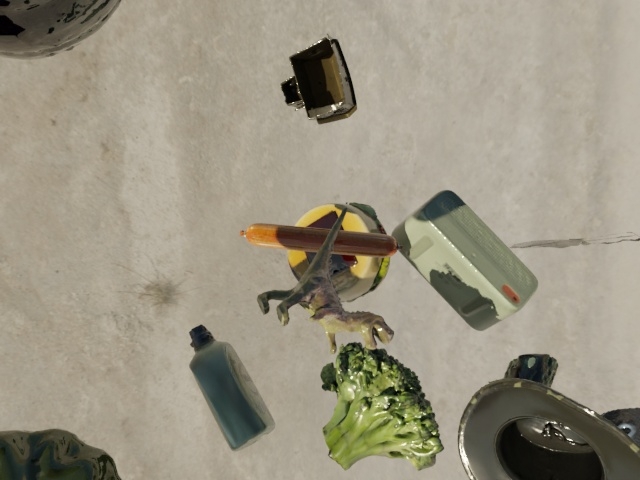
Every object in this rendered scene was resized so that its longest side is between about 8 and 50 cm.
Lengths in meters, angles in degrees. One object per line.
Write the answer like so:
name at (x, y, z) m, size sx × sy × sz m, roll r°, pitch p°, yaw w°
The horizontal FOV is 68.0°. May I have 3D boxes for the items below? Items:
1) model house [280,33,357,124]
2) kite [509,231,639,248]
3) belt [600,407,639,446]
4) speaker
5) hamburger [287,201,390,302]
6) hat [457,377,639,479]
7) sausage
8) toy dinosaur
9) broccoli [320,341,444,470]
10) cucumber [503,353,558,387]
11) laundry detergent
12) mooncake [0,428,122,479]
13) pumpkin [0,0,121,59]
model house at (0.013, -0.464, 1.436) m, size 0.204 × 0.243 × 0.211 m, roll -14°, pitch 95°, yaw 25°
kite at (0.451, 0.001, 0.826) m, size 0.229 × 0.127 × 0.016 m, roll -4°, pitch 96°, yaw 12°
belt at (0.400, 0.287, 0.572) m, size 0.128 × 0.218 × 0.122 m, roll -38°, pitch 87°, yaw -28°
speaker at (0.413, 0.054, 1.375) m, size 0.183 × 0.184 × 0.406 m, roll -38°, pitch 82°, yaw -30°
hamburger at (0.050, 0.034, 1.334) m, size 0.302 × 0.170 × 0.301 m, roll -3°, pitch 83°, yaw 23°
hat at (0.154, 0.134, 0.308) m, size 0.121 × 0.050 × 0.121 m, roll 15°, pitch 116°, yaw 32°
sausage at (0.000, 0.000, 1.010) m, size 0.348 × 0.053 × 0.053 m, roll 5°, pitch 82°, yaw 4°
toy dinosaur at (0.001, 0.072, 0.767) m, size 0.200 × 0.072 × 0.251 m, roll -12°, pitch 52°, yaw -23°
broccoli at (0.108, 0.372, 1.009) m, size 0.246 × 0.248 × 0.288 m, roll -31°, pitch 57°, yaw -15°
cucumber at (0.535, 0.363, 1.234) m, size 0.115 × 0.085 × 0.193 m, roll 19°, pitch 53°, yaw 32°
laundry detergent at (-0.211, 0.319, 1.063) m, size 0.105 × 0.215 × 0.280 m, roll -32°, pitch 71°, yaw -9°
mooncake at (-0.437, 0.442, 0.645) m, size 0.357 × 0.194 × 0.356 m, roll 14°, pitch 56°, yaw -22°
pumpkin at (-0.311, -0.258, 0.365) m, size 0.296 × 0.296 × 0.295 m, roll -1°, pitch 81°, yaw 3°
